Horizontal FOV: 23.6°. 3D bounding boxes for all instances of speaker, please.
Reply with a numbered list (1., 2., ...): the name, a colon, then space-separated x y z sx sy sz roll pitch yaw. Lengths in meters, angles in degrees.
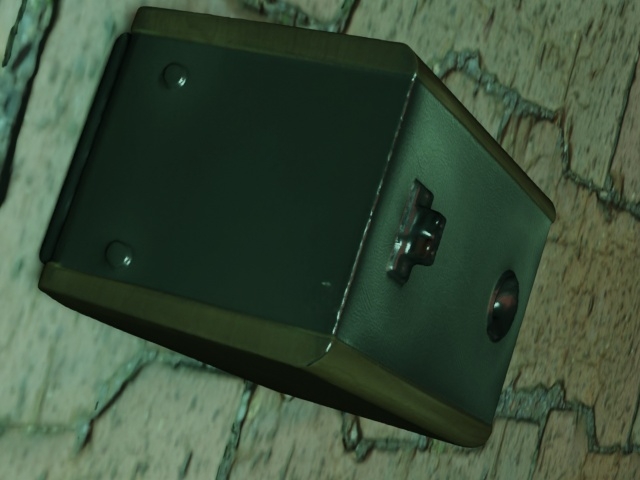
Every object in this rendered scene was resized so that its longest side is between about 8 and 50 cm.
1. speaker: 0.000 0.000 0.791 0.231 0.193 0.153 35 70 -61
